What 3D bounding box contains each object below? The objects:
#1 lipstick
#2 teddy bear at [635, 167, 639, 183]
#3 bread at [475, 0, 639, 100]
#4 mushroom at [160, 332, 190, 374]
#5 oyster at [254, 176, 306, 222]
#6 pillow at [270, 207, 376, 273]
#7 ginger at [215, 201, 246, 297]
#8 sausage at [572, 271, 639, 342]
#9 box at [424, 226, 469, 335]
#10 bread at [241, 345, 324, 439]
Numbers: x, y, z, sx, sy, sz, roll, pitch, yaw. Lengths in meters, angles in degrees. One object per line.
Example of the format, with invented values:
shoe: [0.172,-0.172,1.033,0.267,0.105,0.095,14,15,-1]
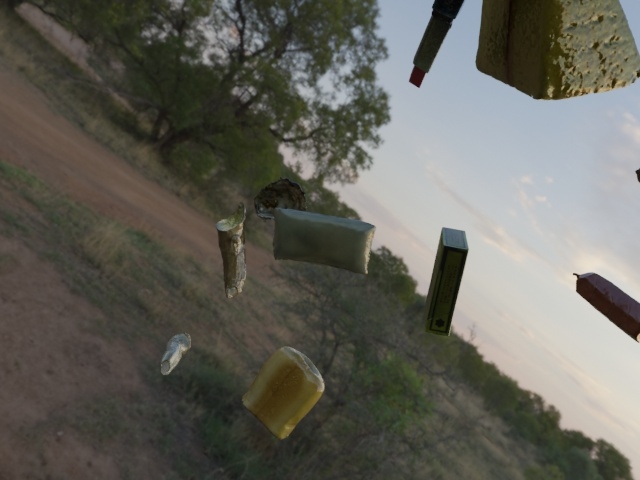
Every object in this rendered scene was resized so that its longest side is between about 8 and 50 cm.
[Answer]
lipstick: [0.219,-0.396,1.034,0.051,0.051,0.312,26,-26,3]
teddy bear: [0.559,-0.070,0.733,0.246,0.296,0.223,5,-35,25]
bread: [0.422,-0.457,0.958,0.233,0.244,0.362,-118,-164,-55]
mushroom: [-0.362,0.279,1.362,0.202,0.054,0.059,-121,-154,-84]
oyster: [-0.105,-0.097,1.390,0.105,0.177,0.056,55,40,-8]
pillow: [0.000,0.000,1.077,0.208,0.119,0.053,8,35,4]
ginger: [-0.128,0.013,0.800,0.044,0.137,0.057,-11,19,-35]
sausage: [0.556,0.119,1.052,0.065,0.065,0.169,42,7,-42]
box: [0.294,0.095,1.294,0.064,0.220,0.141,9,20,7]
bread: [-0.073,0.311,1.140,0.134,0.173,0.085,42,11,14]
